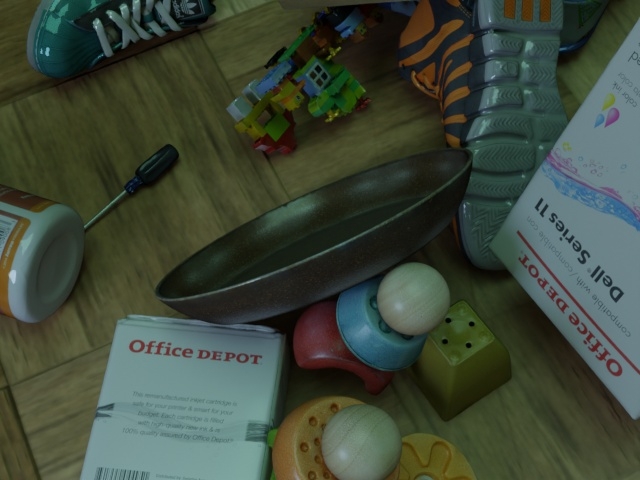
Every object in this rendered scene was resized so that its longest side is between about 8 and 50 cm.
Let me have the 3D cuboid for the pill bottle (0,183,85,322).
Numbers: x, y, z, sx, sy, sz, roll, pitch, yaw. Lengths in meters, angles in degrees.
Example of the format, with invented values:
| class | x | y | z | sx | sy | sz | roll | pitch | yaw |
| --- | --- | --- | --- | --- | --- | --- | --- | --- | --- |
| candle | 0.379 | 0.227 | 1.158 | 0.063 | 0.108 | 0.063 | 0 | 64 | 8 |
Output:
| class | x | y | z | sx | sy | sz | roll | pitch | yaw |
| --- | --- | --- | --- | --- | --- | --- | --- | --- | --- |
| pill bottle | -0.354 | -0.005 | 1.026 | 0.216 | 0.121 | 0.121 | 18 | 63 | 13 |

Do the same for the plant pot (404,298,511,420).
| class | x | y | z | sx | sy | sz | roll | pitch | yaw |
| --- | --- | --- | --- | --- | --- | --- | --- | --- | --- |
| plant pot | 0.125 | 0.101 | 0.958 | 0.081 | 0.083 | 0.081 | -31 | 63 | -14 |

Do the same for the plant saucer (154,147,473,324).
| class | x | y | z | sx | sy | sz | roll | pitch | yaw |
| --- | --- | --- | --- | --- | --- | --- | --- | --- | --- |
| plant saucer | 0.000 | 0.000 | 0.942 | 0.311 | 0.310 | 0.050 | -25 | 101 | -11 |

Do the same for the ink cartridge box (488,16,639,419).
| class | x | y | z | sx | sy | sz | roll | pitch | yaw |
| --- | --- | --- | --- | --- | --- | --- | --- | --- | --- |
| ink cartridge box | 0.277 | -0.002 | 0.846 | 0.119 | 0.353 | 0.207 | -16 | 57 | -35 |

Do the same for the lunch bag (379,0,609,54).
| class | x | y | z | sx | sy | sz | roll | pitch | yaw |
| --- | --- | --- | --- | --- | --- | --- | --- | --- | --- |
| lunch bag | 0.213 | -0.346 | 1.193 | 0.303 | 0.115 | 0.243 | 21 | 61 | 15 |

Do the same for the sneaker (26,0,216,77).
| class | x | y | z | sx | sy | sz | roll | pitch | yaw |
| --- | --- | --- | --- | --- | --- | --- | --- | --- | --- |
| sneaker | -0.196 | -0.281 | 1.180 | 0.121 | 0.108 | 0.302 | 32 | 65 | 24 |

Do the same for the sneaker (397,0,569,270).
| class | x | y | z | sx | sy | sz | roll | pitch | yaw |
| --- | --- | --- | --- | --- | --- | --- | --- | --- | --- |
| sneaker | 0.162 | -0.132 | 1.075 | 0.125 | 0.180 | 0.321 | 5 | 90 | -25 |

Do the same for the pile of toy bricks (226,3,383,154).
| class | x | y | z | sx | sy | sz | roll | pitch | yaw |
| --- | --- | --- | --- | --- | --- | --- | --- | --- | --- |
| pile of toy bricks | 0.008 | -0.177 | 1.126 | 0.105 | 0.118 | 0.212 | 47 | 55 | -16 |

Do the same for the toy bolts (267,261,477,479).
| class | x | y | z | sx | sy | sz | roll | pitch | yaw |
| --- | --- | --- | --- | --- | --- | --- | --- | --- | --- |
| toy bolts | 0.069 | 0.134 | 0.856 | 0.218 | 0.158 | 0.228 | 18 | 57 | -19 |

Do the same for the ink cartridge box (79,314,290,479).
| class | x | y | z | sx | sy | sz | roll | pitch | yaw |
| --- | --- | --- | --- | --- | --- | --- | --- | --- | --- |
| ink cartridge box | -0.119 | 0.185 | 0.920 | 0.159 | 0.092 | 0.217 | 5 | 62 | 6 |

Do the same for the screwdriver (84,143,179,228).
| class | x | y | z | sx | sy | sz | roll | pitch | yaw |
| --- | --- | --- | --- | --- | --- | --- | --- | --- | --- |
| screwdriver | -0.214 | -0.042 | 1.096 | 0.170 | 0.024 | 0.025 | -47 | 39 | -19 |

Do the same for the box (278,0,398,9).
| class | x | y | z | sx | sy | sz | roll | pitch | yaw |
| --- | --- | --- | --- | --- | --- | --- | --- | --- | --- |
| box | 0.068 | -0.309 | 1.091 | 0.201 | 0.021 | 0.164 | 5 | 57 | 34 |
